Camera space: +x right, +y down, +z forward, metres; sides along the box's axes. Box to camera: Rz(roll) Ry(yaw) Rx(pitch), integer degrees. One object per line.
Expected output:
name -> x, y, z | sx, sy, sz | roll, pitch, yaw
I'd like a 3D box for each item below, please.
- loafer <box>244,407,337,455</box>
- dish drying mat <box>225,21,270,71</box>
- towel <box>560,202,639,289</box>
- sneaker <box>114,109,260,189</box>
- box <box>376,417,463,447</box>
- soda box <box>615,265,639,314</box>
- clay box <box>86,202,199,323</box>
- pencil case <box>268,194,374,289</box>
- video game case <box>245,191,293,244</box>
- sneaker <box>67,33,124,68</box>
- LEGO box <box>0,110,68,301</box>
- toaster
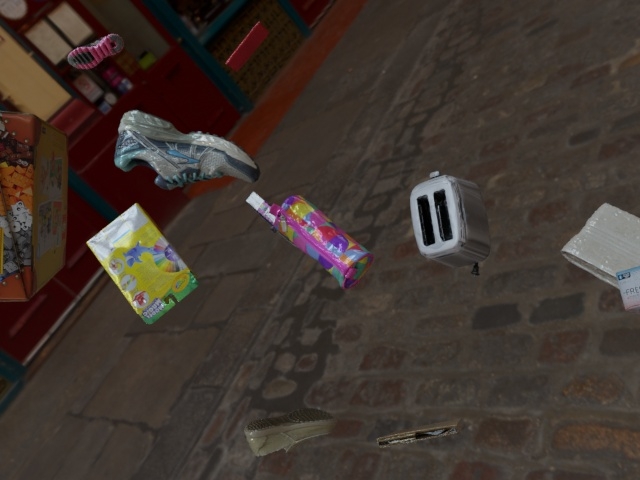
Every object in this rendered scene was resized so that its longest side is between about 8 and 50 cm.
loafer -> -0.082, 0.542, 1.658 | 0.268, 0.092, 0.102 | -4, 9, -17
dish drying mat -> -0.116, -0.306, 0.932 | 0.083, 0.032, 0.008 | -49, 59, 8
towel -> 0.742, 0.035, 1.379 | 0.187, 0.049, 0.282 | -43, 54, -16
sneaker -> -0.258, -0.145, 1.135 | 0.110, 0.282, 0.122 | 114, 173, -78
box -> 0.221, 0.413, 1.265 | 0.164, 0.201, 0.021 | -16, 72, 13
soda box -> 0.532, 0.085, 0.911 | 0.058, 0.183, 0.063 | -27, 59, 43
clay box -> -0.337, 0.049, 1.139 | 0.127, 0.222, 0.053 | -40, -18, -7
pencil case -> 0.000, 0.000, 1.245 | 0.236, 0.104, 0.104 | 38, 79, 23
video game case -> -0.078, -0.030, 1.638 | 0.210, 0.232, 0.042 | 41, 94, 29
sneaker -> -0.469, -0.397, 1.228 | 0.119, 0.047, 0.057 | -25, 37, -7
LEGO box -> -0.718, -0.088, 1.355 | 0.500, 0.193, 0.373 | -163, 76, -73
toaster -> 0.278, -0.034, 1.266 | 0.129, 0.146, 0.227 | -16, 72, 36
